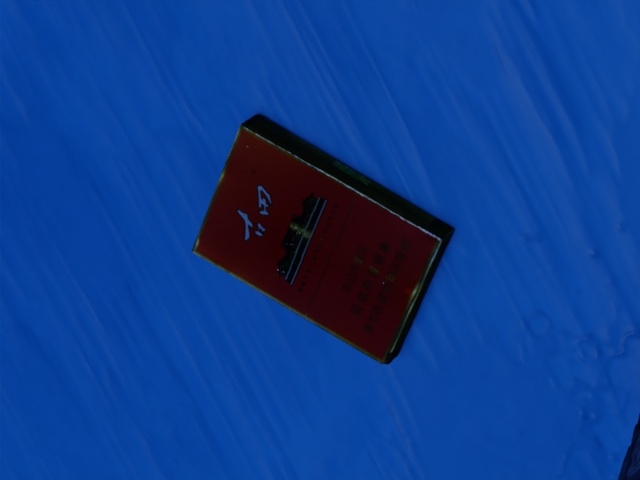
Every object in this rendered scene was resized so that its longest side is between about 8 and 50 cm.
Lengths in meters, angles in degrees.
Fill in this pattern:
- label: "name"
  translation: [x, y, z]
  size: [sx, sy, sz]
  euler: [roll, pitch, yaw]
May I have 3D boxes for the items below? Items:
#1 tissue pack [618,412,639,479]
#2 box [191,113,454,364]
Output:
- label: "tissue pack"
  translation: [0.247, 0.048, 0.887]
  size: [0.073, 0.173, 0.235]
  euler: [46, 121, -5]
- label: "box"
  translation: [0.000, 0.000, 1.076]
  size: [0.133, 0.023, 0.090]
  euler: [31, 118, 11]
